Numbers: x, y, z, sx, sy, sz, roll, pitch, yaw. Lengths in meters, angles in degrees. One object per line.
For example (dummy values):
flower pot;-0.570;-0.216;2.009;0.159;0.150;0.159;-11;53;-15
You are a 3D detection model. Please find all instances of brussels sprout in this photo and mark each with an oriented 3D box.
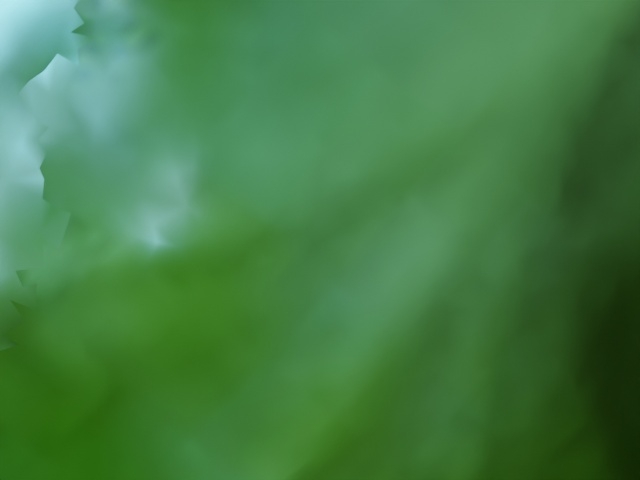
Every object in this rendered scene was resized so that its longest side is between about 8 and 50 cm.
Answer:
brussels sprout;-0.003;0.017;0.514;0.342;0.425;0.361;32;60;8
